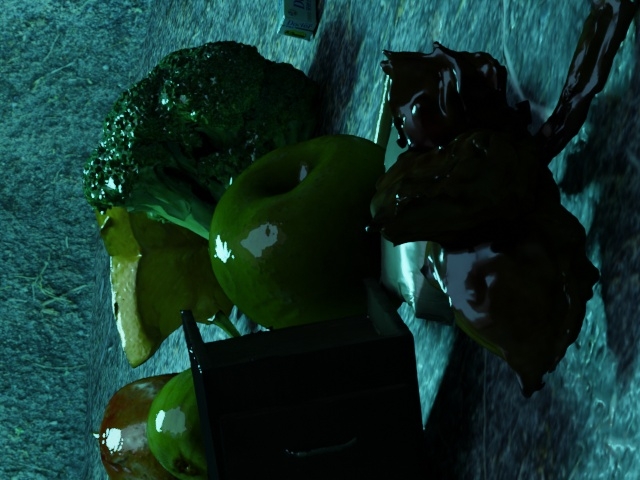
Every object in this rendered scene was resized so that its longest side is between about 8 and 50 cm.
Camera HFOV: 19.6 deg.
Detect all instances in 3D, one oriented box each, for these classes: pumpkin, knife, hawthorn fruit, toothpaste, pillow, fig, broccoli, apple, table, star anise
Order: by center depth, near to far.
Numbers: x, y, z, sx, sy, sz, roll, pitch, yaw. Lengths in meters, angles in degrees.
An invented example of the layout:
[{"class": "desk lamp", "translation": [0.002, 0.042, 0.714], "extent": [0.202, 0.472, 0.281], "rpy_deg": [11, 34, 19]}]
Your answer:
[{"class": "star anise", "translation": [0.116, -0.076, 1.220], "extent": [0.237, 0.148, 0.346], "rpy_deg": [9, -91, -60]}, {"class": "table", "translation": [-0.009, 0.155, 1.470], "extent": [0.172, 0.169, 0.193], "rpy_deg": [-123, 25, -72]}, {"class": "pillow", "translation": [0.090, -0.023, 1.473], "extent": [0.134, 0.077, 0.181], "rpy_deg": [-134, 52, -75]}, {"class": "apple", "translation": [0.000, 0.000, 1.625], "extent": [0.196, 0.196, 0.157], "rpy_deg": [-110, -1, -65]}, {"class": "knife", "translation": [0.047, -0.048, 1.827], "extent": [0.047, 0.017, 0.298], "rpy_deg": [-101, 19, -61]}, {"class": "broccoli", "translation": [-0.127, -0.097, 2.157], "extent": [0.308, 0.307, 0.275], "rpy_deg": [134, 118, -69]}, {"class": "fig", "translation": [-0.122, 0.202, 2.184], "extent": [0.186, 0.148, 0.142], "rpy_deg": [-41, -30, -49]}, {"class": "toothpaste", "translation": [-0.029, -0.315, 2.285], "extent": [0.034, 0.046, 0.164], "rpy_deg": [117, 159, -46]}, {"class": "hawthorn fruit", "translation": [-0.203, 0.249, 2.320], "extent": [0.179, 0.200, 0.179], "rpy_deg": [5, -90, -72]}, {"class": "pumpkin", "translation": [-0.174, 0.001, 2.398], "extent": [0.095, 0.290, 0.258], "rpy_deg": [5, 108, 38]}]
